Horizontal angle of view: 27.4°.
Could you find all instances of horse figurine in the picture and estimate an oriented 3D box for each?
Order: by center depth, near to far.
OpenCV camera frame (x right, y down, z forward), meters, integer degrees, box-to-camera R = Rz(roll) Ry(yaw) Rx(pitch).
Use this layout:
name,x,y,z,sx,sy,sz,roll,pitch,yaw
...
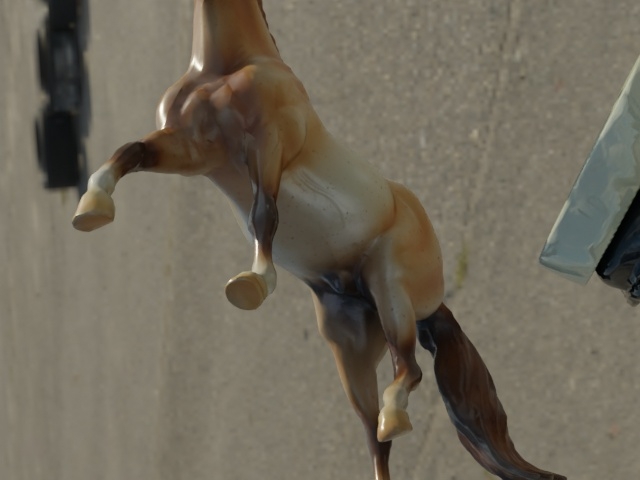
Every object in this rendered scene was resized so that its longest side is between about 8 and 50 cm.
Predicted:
name,x,y,z,sx,sy,sz,roll,pitch,yaw
horse figurine,0.000,0.000,0.518,0.263,0.066,0.174,48,-152,-26

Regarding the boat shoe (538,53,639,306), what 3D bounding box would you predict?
name,x,y,z,sx,sy,sz,roll,pitch,yaw
boat shoe,0.206,-0.091,0.520,0.113,0.340,0.127,30,142,12
